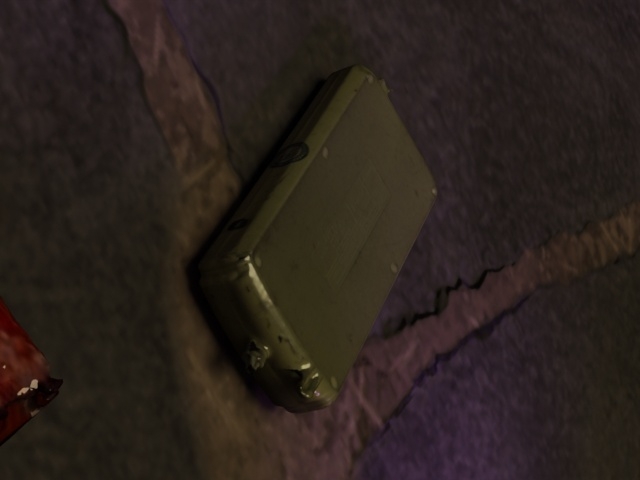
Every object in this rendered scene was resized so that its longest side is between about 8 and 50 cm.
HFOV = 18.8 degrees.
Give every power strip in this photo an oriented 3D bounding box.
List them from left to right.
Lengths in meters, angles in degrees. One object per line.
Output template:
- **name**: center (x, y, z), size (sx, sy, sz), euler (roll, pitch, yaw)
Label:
- **power strip**: center (0.000, 0.000, 0.770), size (0.076, 0.028, 0.169), euler (60, 35, -22)

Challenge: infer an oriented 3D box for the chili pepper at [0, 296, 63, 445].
- **chili pepper**: center (-0.181, -0.023, 0.467), size (0.144, 0.136, 0.253), euler (-31, 96, -9)
